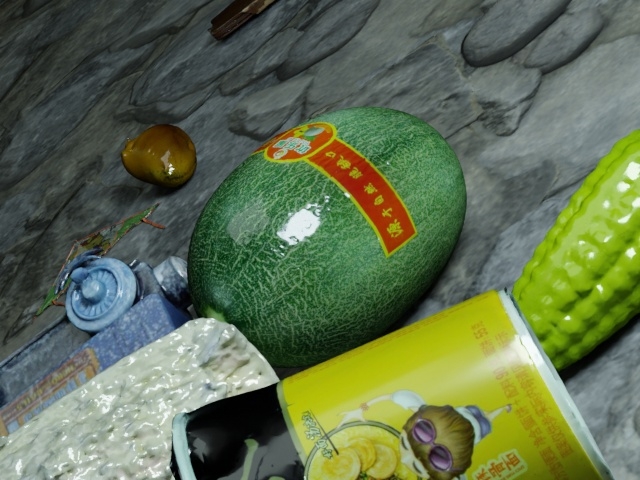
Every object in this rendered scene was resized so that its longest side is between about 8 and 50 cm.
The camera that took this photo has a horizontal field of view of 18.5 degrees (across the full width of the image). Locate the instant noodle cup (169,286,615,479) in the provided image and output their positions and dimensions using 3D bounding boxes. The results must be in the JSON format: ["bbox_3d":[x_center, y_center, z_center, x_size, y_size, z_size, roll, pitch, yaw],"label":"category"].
[{"bbox_3d":[0.053,0.150,1.256,0.236,0.215,0.215,-29,24,5],"label":"instant noodle cup"}]

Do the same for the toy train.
[{"bbox_3d":[-0.205,0.150,1.676,0.300,0.131,0.202,-38,52,8],"label":"toy train"}]

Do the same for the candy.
[{"bbox_3d":[0.196,0.019,1.386,0.209,0.097,0.097,-49,22,0],"label":"candy"}]

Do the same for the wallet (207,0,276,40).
[{"bbox_3d":[-0.068,-0.318,2.509,0.176,0.026,0.095,-36,17,9],"label":"wallet"}]

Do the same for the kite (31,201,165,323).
[{"bbox_3d":[-0.244,0.026,2.174,0.198,0.006,0.244,-44,23,-10],"label":"kite"}]

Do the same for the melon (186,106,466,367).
[{"bbox_3d":[0.000,0.000,1.589,0.182,0.182,0.288,-11,25,50],"label":"melon"}]

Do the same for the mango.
[{"bbox_3d":[-0.176,-0.092,2.214,0.077,0.063,0.127,-40,27,-11],"label":"mango"}]

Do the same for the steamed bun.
[{"bbox_3d":[-0.113,0.178,1.472,0.225,0.200,0.170,-38,62,1],"label":"steamed bun"}]
